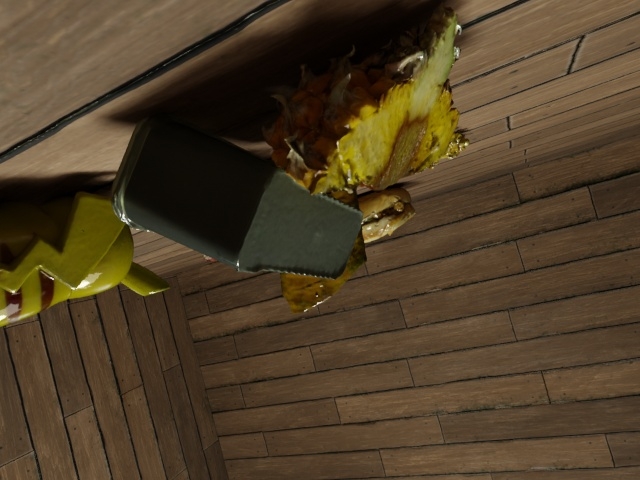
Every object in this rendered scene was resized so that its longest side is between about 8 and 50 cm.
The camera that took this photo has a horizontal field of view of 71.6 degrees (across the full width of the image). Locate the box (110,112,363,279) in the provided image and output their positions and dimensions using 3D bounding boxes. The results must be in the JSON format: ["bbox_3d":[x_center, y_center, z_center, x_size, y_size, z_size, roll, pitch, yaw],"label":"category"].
[{"bbox_3d":[-0.074,-0.031,0.525,0.178,0.138,0.274,24,-174,29],"label":"box"}]

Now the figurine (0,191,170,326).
[{"bbox_3d":[-0.380,0.011,0.620,0.169,0.218,0.327,30,-150,27],"label":"figurine"}]

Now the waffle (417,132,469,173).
[{"bbox_3d":[0.216,-0.190,1.013,0.232,0.051,0.229,-18,174,33],"label":"waffle"}]

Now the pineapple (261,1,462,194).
[{"bbox_3d":[0.042,-0.152,0.432,0.250,0.140,0.164,-28,142,-38],"label":"pineapple"}]

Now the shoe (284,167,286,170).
[{"bbox_3d":[-0.123,-0.060,0.742,0.262,0.140,0.128,-17,175,-31],"label":"shoe"}]

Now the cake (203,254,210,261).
[{"bbox_3d":[-0.399,0.033,1.838,0.117,0.086,0.220,-13,177,7],"label":"cake"}]

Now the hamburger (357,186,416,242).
[{"bbox_3d":[0.204,-0.091,1.702,0.305,0.174,0.284,-17,179,31],"label":"hamburger"}]

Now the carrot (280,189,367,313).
[{"bbox_3d":[0.000,0.000,1.188,0.242,0.340,0.241,-6,-168,1],"label":"carrot"}]
